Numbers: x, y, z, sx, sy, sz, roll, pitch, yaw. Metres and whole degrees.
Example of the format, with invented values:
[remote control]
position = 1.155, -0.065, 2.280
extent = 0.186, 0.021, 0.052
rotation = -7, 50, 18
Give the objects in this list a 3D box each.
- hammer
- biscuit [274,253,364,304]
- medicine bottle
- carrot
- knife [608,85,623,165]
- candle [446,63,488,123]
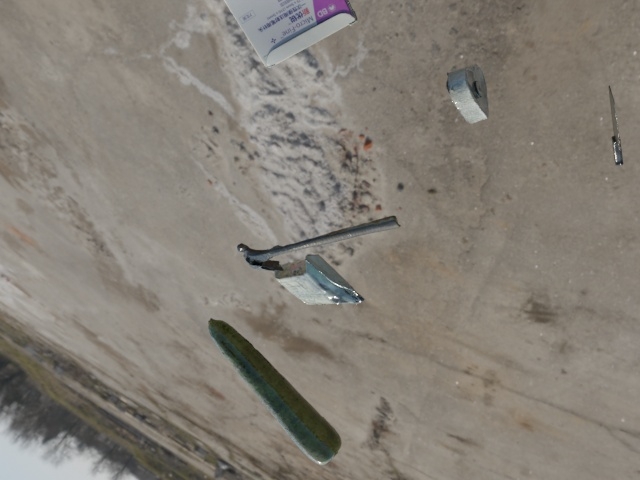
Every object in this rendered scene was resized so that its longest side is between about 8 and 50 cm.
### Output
[hammer]
position = 0.000, 0.001, 0.935
extent = 0.297, 0.027, 0.125
rotation = -16, 152, 14
[biscuit]
position = -0.017, 0.117, 1.381
extent = 0.186, 0.079, 0.309
rotation = 40, 158, -12
[medicine bottle]
position = -0.057, -0.442, 0.937
extent = 0.201, 0.052, 0.171
rotation = -24, 130, 13
[carrot]
position = -0.099, 0.286, 0.989
extent = 0.358, 0.074, 0.074
rotation = 45, 153, 8
[knife]
position = 0.717, -0.258, 1.231
extent = 0.019, 0.072, 0.245
rotation = -11, 137, 28
[candle]
position = 0.443, -0.434, 1.506
extent = 0.068, 0.192, 0.168
rotation = -12, 106, 37
